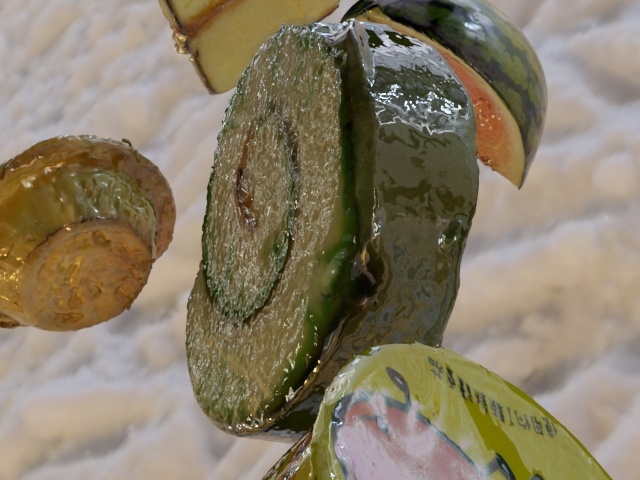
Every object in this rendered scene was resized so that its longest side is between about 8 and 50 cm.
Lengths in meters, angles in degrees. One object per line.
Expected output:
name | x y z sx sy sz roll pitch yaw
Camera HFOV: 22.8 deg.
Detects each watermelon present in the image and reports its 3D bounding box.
watermelon | 0.170 -0.203 1.878 0.159 0.303 0.128 -50 5 10

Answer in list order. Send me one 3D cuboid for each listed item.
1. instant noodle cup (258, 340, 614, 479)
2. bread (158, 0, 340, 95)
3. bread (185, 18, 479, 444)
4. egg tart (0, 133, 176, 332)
instant noodle cup | 0.033 0.254 0.846 0.254 0.325 0.325 -40 28 27
bread | -0.100 -0.343 2.066 0.198 0.263 0.236 5 53 28
bread | 0.000 0.000 1.380 0.382 0.129 0.366 -56 33 40
egg tart | -0.291 0.009 1.811 0.288 0.288 0.118 -43 48 8
